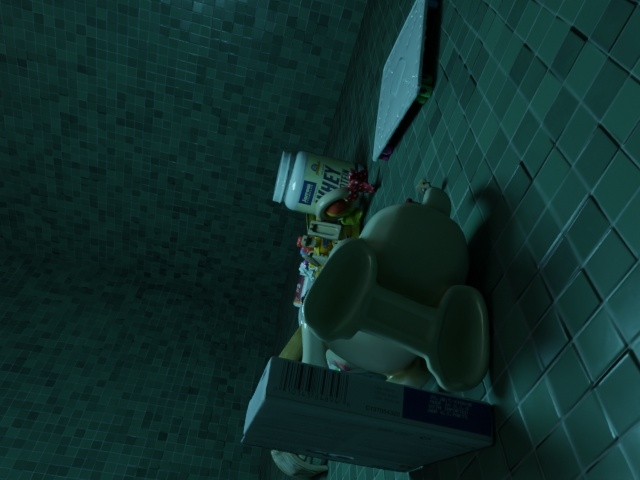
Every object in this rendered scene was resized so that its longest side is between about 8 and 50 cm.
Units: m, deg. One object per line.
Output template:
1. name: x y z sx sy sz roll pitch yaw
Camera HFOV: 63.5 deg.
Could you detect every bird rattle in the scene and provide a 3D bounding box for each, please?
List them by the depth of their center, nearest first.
1. bird rattle: 0.081 -0.127 1.773 0.253 0.206 0.143 112 136 -66

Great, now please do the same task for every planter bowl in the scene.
1. planter bowl: 0.002 -0.052 2.149 0.217 0.090 0.218 -5 -90 -83

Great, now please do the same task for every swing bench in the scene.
1. swing bench: -0.070 0.645 1.721 0.253 0.165 0.255 115 165 -56

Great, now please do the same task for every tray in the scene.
1. tray: -0.086 0.401 1.889 0.411 0.076 0.203 -52 -8 -31

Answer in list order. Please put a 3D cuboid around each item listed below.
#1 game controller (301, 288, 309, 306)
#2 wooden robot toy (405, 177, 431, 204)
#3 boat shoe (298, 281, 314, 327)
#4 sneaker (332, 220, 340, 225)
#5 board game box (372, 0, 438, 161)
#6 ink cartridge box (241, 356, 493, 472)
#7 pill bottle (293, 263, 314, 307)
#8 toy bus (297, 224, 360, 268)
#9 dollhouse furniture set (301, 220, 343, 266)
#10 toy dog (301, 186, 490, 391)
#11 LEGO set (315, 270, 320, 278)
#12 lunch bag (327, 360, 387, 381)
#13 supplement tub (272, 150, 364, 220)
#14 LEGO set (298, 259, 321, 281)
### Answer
1. game controller: -0.002 0.324 1.734 0.166 0.067 0.320 -120 16 -65
2. wooden robot toy: 0.221 -0.050 1.084 0.079 0.076 0.174 180 102 -71
3. boat shoe: -0.023 0.257 2.207 0.094 0.109 0.303 126 158 -66
4. sneaker: 0.021 -0.011 2.276 0.103 0.111 0.253 -99 23 -69
5. board game box: 0.256 -0.492 1.572 0.390 0.050 0.391 121 159 -66
6. ink cartridge box: 0.048 0.294 0.829 0.330 0.323 0.072 116 165 -58
7. pill bottle: -0.045 0.202 2.387 0.121 0.121 0.221 178 104 -82
8. toy bus: 0.024 0.023 1.850 0.220 0.211 0.150 122 161 -63
9. dollhouse furniture set: 0.000 0.000 1.713 0.123 0.143 0.151 45 -121 -63
10. toy dog: 0.095 0.116 0.969 0.408 0.284 0.396 115 168 -64
11. LEGO set: 0.024 0.166 1.841 0.227 0.086 0.093 0 71 68
12. lunch bag: 0.074 0.282 1.290 0.262 0.159 0.224 -95 17 -48
13. supplement tub: -0.008 -0.215 2.015 0.235 0.324 0.236 -168 90 -82
14. LEGO set: 0.040 0.080 2.056 0.107 0.132 0.287 -54 -10 31
